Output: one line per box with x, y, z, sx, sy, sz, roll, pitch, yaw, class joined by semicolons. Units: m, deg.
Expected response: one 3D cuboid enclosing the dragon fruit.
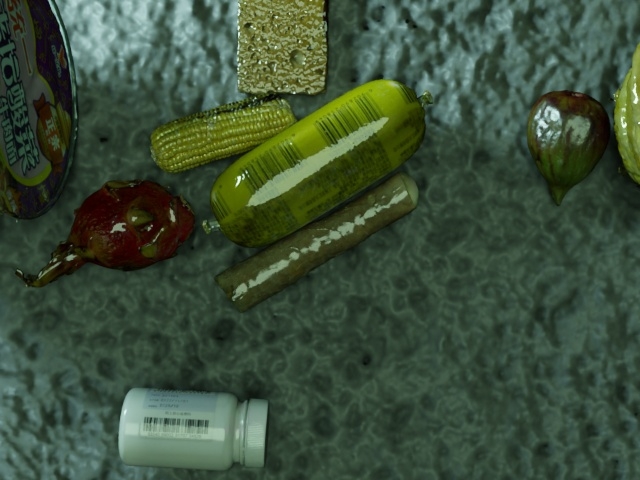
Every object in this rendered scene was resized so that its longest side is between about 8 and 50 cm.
-0.286;0.001;1.146;0.246;0.125;0.125;-28;91;5;dragon fruit

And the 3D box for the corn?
-0.132;-0.146;1.178;0.203;0.072;0.072;-17;88;-2;corn

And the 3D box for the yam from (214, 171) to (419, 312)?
0.000;0.000;1.173;0.300;0.066;0.066;-31;88;-1;yam

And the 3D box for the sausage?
-0.004;-0.101;1.148;0.347;0.123;0.123;-31;88;-1;sausage

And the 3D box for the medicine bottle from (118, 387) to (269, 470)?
-0.163;0.248;1.142;0.187;0.103;0.102;3;88;0;medicine bottle

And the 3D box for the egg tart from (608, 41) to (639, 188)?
0.478;-0.152;1.131;0.290;0.115;0.290;4;84;-35;egg tart

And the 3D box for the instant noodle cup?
-0.489;-0.184;1.063;0.266;0.340;0.339;-2;88;8;instant noodle cup

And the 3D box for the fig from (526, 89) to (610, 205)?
0.328;-0.123;1.169;0.103;0.109;0.154;0;116;-21;fig

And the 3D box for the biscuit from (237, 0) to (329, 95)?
-0.051;-0.313;1.205;0.131;0.025;0.230;2;88;1;biscuit
